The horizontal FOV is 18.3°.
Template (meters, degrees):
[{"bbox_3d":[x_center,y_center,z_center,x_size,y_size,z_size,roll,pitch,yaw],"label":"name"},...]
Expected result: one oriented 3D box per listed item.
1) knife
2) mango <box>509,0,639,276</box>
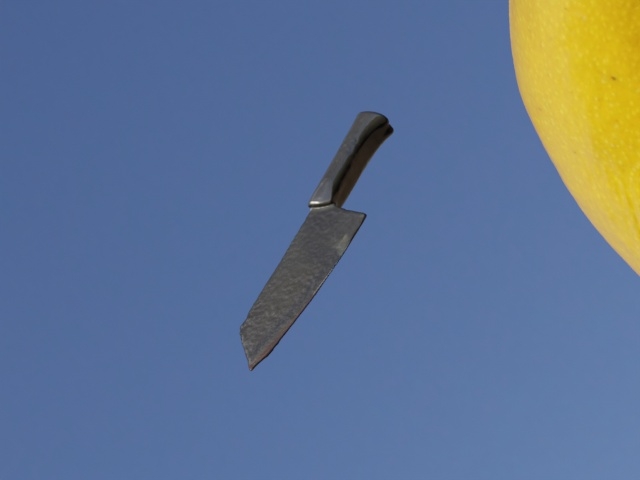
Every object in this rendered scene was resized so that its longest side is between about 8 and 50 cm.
[{"bbox_3d":[0.000,0.000,1.468,0.028,0.060,0.230,49,-119,-39],"label":"knife"},{"bbox_3d":[0.199,-0.083,1.048,0.359,0.187,0.144,56,-136,-32],"label":"mango"}]
